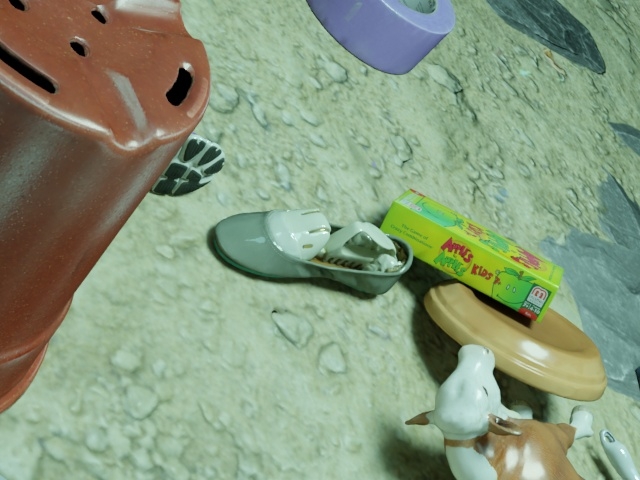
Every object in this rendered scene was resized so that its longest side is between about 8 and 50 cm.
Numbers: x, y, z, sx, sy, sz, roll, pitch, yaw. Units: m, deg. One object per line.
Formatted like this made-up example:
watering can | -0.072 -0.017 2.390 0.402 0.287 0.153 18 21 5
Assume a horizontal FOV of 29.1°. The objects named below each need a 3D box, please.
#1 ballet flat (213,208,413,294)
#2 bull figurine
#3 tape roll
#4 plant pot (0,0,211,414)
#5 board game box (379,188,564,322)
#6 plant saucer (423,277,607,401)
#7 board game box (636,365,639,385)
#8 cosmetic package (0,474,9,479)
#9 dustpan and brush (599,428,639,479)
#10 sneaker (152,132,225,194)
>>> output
ballet flat | 0.000 0.000 1.132 0.213 0.068 0.072 14 45 -40
bull figurine | 0.199 0.225 1.077 0.188 0.101 0.310 -24 85 -55
tape roll | 0.073 -0.303 1.531 0.189 0.080 0.189 31 35 -25
plant pot | -0.222 -0.061 0.758 0.272 0.265 0.272 30 36 -25
board game box | 0.153 0.013 1.244 0.181 0.043 0.092 28 15 8
plant saucer | 0.198 0.089 1.221 0.200 0.037 0.200 25 15 -7
board game box | 0.447 0.259 1.393 0.165 0.042 0.243 30 36 -24
cosmetic package | -0.164 0.229 0.669 0.238 0.107 0.127 43 32 -12
dustpan and brush | 0.346 0.280 1.232 0.147 0.060 0.211 -19 77 -31
sneaker | -0.157 -0.095 1.057 0.170 0.068 0.071 20 35 -34
